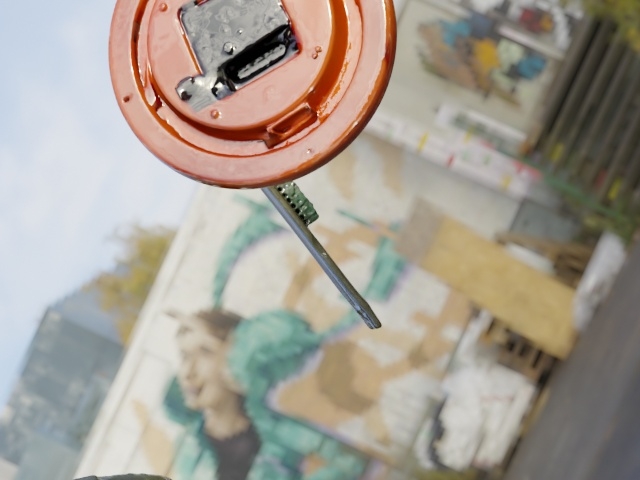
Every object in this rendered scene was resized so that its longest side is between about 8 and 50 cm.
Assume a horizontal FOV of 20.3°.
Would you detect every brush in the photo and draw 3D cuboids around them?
[{"bbox_3d":[0.000,0.000,1.627,0.027,0.190,0.034,-38,3,-13],"label":"brush"}]

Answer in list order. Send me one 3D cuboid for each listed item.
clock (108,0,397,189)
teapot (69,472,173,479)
[{"bbox_3d":[-0.049,-0.136,1.215,0.205,0.205,0.051,-65,-18,-2],"label":"clock"},{"bbox_3d":[-0.229,0.458,2.108,0.300,0.253,0.344,120,140,-56],"label":"teapot"}]
